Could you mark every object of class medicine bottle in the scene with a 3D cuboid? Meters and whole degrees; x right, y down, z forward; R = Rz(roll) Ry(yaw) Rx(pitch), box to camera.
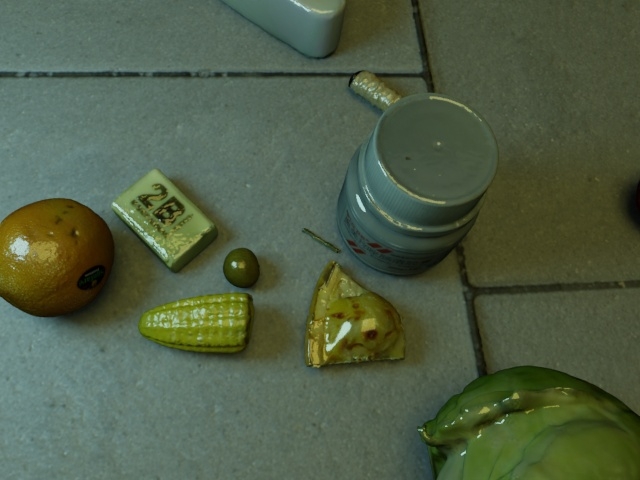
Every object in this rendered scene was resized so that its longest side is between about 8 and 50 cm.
[{"bbox_3d":[0.163,-0.090,1.051,0.244,0.306,0.245,2,68,-5],"label":"medicine bottle"}]

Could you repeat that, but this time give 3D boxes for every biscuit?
[{"bbox_3d":[0.157,-0.288,1.262,0.219,0.055,0.061,40,59,9],"label":"biscuit"}]

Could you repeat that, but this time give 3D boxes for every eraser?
[{"bbox_3d":[-0.290,-0.039,1.113,0.172,0.058,0.117,44,71,10],"label":"eraser"},{"bbox_3d":[-0.043,-0.555,1.293,0.330,0.150,0.332,2,71,-6],"label":"eraser"}]

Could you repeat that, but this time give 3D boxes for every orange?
[{"bbox_3d":[-0.449,0.027,1.002,0.205,0.206,0.206,2,69,-6],"label":"orange"}]

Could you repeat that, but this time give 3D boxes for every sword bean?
[{"bbox_3d":[0.000,0.000,1.156,0.083,0.012,0.012,33,69,6],"label":"sword bean"}]

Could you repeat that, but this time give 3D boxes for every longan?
[{"bbox_3d":[-0.140,0.050,1.095,0.083,0.075,0.075,4,61,-50],"label":"longan"}]

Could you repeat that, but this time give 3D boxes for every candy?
[{"bbox_3d":[-0.216,0.144,1.036,0.198,0.094,0.106,-2,70,0],"label":"candy"}]

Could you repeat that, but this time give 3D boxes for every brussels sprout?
[{"bbox_3d":[0.360,0.397,0.864,0.360,0.342,0.426,-16,82,-5],"label":"brussels sprout"}]

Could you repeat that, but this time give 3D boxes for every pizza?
[{"bbox_3d":[0.066,0.129,1.079,0.188,0.081,0.204,2,68,-6],"label":"pizza"}]

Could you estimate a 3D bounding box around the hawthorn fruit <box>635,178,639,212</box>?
[{"bbox_3d":[0.727,-0.097,1.197,0.172,0.173,0.173,2,69,-6],"label":"hawthorn fruit"}]
